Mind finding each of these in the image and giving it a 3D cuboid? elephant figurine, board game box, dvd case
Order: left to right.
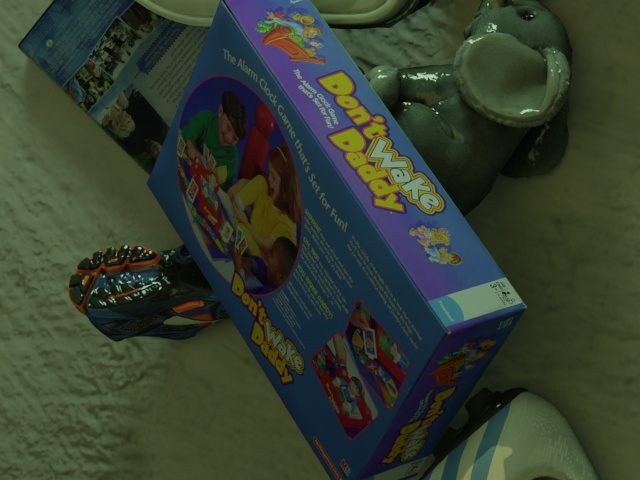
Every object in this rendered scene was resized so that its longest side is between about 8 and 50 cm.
[{"bbox_3d":[-0.137,-0.164,1.737,0.253,0.022,0.180,44,101,16],"label":"dvd case"},{"bbox_3d":[0.000,0.000,1.528,0.347,0.078,0.233,57,143,25],"label":"board game box"},{"bbox_3d":[0.145,-0.126,1.576,0.239,0.169,0.186,-27,109,1],"label":"elephant figurine"}]

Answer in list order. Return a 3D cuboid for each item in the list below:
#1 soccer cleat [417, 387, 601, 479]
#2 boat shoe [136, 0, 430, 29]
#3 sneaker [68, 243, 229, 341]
[{"bbox_3d":[0.095,0.271,1.587,0.331,0.116,0.143,-48,70,11],"label":"soccer cleat"},{"bbox_3d":[-0.046,-0.240,1.659,0.320,0.099,0.116,12,100,30],"label":"boat shoe"},{"bbox_3d":[-0.108,0.043,1.695,0.221,0.087,0.083,-4,54,6],"label":"sneaker"}]
